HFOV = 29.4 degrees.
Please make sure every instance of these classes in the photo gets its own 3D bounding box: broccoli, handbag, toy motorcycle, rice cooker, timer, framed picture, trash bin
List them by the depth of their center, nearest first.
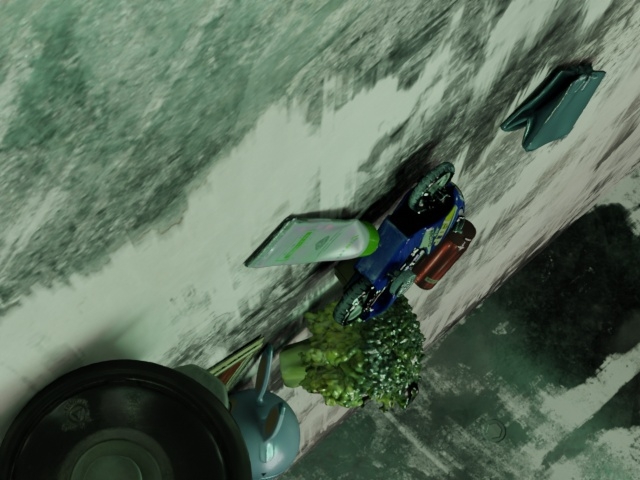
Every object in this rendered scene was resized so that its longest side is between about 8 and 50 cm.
[{"bbox_3d":[-0.205,0.271,1.319,0.317,0.264,0.316,-54,173,-10],"label":"rice cooker"},{"bbox_3d":[0.120,0.003,1.749,0.169,0.113,0.315,-23,151,-54],"label":"toy motorcycle"},{"bbox_3d":[-0.210,0.258,1.840,0.273,0.016,0.216,-31,164,-40],"label":"framed picture"},{"bbox_3d":[0.069,0.034,1.868,0.092,0.043,0.061,-39,168,-9],"label":"trash bin"},{"bbox_3d":[0.381,-0.218,1.947,0.144,0.057,0.221,-52,165,24],"label":"handbag"},{"bbox_3d":[-0.119,0.301,2.006,0.175,0.175,0.255,-38,149,-16],"label":"timer"},{"bbox_3d":[0.047,0.197,2.011,0.243,0.247,0.263,-13,-138,23],"label":"broccoli"}]

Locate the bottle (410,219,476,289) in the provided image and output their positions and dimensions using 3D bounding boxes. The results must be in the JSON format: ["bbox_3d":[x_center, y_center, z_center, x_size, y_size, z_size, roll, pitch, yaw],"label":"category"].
[{"bbox_3d":[0.237,0.024,2.333,0.060,0.060,0.164,-27,161,-49],"label":"bottle"}]

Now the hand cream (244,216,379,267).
[{"bbox_3d":[-0.001,-0.001,1.552,0.275,0.050,0.079,-4,113,-64],"label":"hand cream"}]
